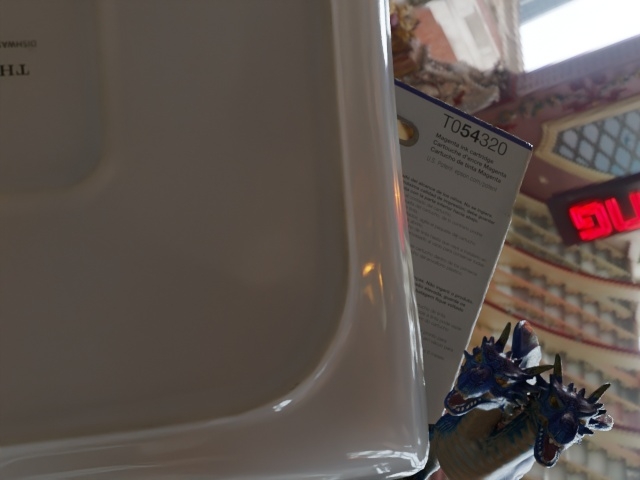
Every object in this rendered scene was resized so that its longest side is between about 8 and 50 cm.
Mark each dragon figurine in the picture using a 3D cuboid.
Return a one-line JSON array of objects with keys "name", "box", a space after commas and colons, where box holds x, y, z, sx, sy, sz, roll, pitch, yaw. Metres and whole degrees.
[{"name": "dragon figurine", "box": [0.130, 0.111, 0.567, 0.085, 0.289, 0.144, 48, -70, 18]}]

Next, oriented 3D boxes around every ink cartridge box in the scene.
[{"name": "ink cartridge box", "box": [0.000, 0.000, 0.820, 0.330, 0.324, 0.071, -68, -170, -13]}]

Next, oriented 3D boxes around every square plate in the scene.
[{"name": "square plate", "box": [-0.129, -0.061, 0.306, 0.347, 0.344, 0.049, -4, -179, -16]}]
